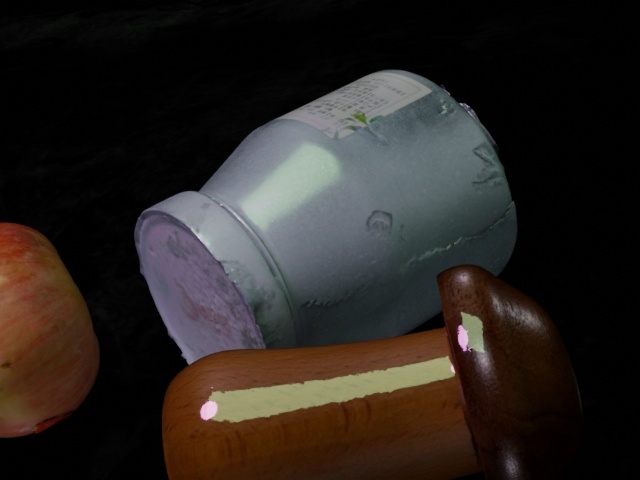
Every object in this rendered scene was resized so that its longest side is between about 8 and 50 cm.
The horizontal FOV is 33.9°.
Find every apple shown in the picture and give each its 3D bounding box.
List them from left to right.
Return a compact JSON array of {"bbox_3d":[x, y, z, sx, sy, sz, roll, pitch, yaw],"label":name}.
[{"bbox_3d":[-0.304,0.088,0.997,0.164,0.209,0.209,-25,29,-15],"label":"apple"}]

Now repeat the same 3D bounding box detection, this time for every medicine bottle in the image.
[{"bbox_3d":[0.000,0.000,0.985,0.290,0.245,0.245,-30,32,-31],"label":"medicine bottle"}]

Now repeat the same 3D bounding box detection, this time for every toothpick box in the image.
[{"bbox_3d":[0.043,0.133,0.783,0.294,0.192,0.192,-15,26,9],"label":"toothpick box"}]
